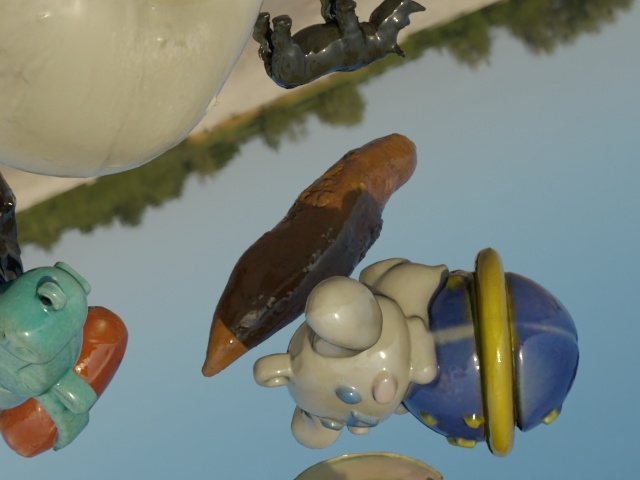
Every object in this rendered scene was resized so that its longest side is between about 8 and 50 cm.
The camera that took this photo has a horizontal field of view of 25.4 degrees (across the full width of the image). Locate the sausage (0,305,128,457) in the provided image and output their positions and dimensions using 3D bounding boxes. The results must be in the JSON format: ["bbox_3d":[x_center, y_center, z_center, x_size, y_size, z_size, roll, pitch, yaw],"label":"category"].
[{"bbox_3d":[-0.391,0.213,2.155,0.258,0.133,0.133,-52,-171,-4],"label":"sausage"}]

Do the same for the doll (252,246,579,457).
[{"bbox_3d":[0.076,0.068,1.097,0.243,0.159,0.311,6,161,13],"label":"doll"}]

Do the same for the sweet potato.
[{"bbox_3d":[0.002,-0.004,1.429,0.354,0.095,0.106,-49,176,-29],"label":"sweet potato"}]

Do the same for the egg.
[{"bbox_3d":[0.051,0.436,2.078,0.271,0.162,0.206,-27,-141,-23],"label":"egg"}]

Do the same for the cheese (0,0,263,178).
[{"bbox_3d":[-0.138,-0.127,0.827,0.198,0.154,0.189,9,131,-35],"label":"cheese"}]

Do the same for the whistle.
[{"bbox_3d":[-0.266,0.091,1.253,0.093,0.186,0.274,-51,-176,-33],"label":"whistle"}]

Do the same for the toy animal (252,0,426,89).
[{"bbox_3d":[0.018,-0.160,1.099,0.136,0.065,0.047,-20,-154,-12],"label":"toy animal"}]

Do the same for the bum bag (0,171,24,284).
[{"bbox_3d":[-0.323,-0.060,1.317,0.060,0.248,0.123,-25,143,-6],"label":"bum bag"}]
